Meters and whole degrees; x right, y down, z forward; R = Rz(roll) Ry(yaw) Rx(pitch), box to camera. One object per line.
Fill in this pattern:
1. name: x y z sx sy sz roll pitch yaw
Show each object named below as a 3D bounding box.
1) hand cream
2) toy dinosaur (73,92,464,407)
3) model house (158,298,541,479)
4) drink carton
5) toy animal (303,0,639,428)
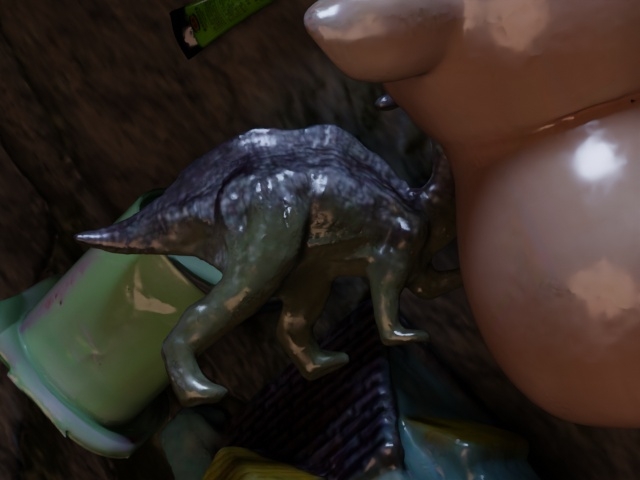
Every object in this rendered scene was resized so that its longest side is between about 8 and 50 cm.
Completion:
1. hand cream: -0.051 -0.165 0.858 0.122 0.023 0.036 -25 86 27
2. toy dinosaur: 0.001 0.001 0.808 0.294 0.077 0.162 -15 81 -14
3. model house: -0.008 0.179 0.866 0.280 0.230 0.248 -44 63 25
4. drink carton: -0.127 0.050 0.899 0.142 0.146 0.144 -42 89 19
5. toy animal: 0.139 -0.063 0.689 0.237 0.269 0.326 -17 60 7
